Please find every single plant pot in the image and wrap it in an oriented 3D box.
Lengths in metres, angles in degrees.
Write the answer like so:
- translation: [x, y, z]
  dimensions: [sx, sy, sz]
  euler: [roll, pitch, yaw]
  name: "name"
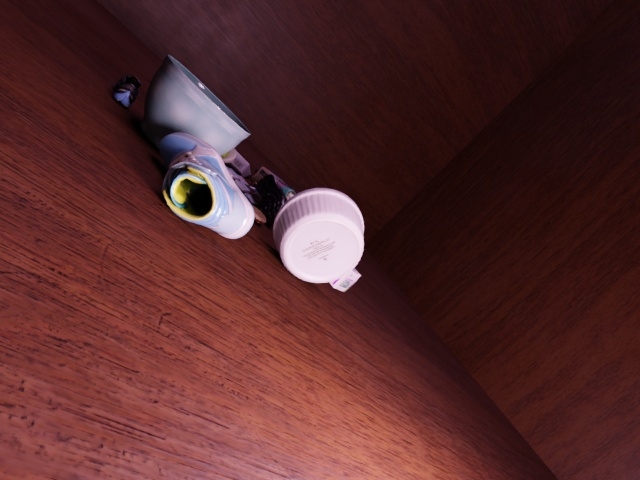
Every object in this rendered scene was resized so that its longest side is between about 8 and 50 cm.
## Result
- translation: [-0.369, -0.332, 1.213]
  dimensions: [0.293, 0.196, 0.293]
  euler: [45, 7, -7]
  name: "plant pot"

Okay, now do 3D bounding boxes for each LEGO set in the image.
- translation: [-0.262, -0.210, 1.700]
  dimensions: [0.182, 0.060, 0.244]
  euler: [50, 7, 9]
  name: "LEGO set"

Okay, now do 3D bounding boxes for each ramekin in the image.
- translation: [0.000, 0.000, 1.233]
  dimensions: [0.273, 0.273, 0.127]
  euler: [41, 20, -28]
  name: "ramekin"

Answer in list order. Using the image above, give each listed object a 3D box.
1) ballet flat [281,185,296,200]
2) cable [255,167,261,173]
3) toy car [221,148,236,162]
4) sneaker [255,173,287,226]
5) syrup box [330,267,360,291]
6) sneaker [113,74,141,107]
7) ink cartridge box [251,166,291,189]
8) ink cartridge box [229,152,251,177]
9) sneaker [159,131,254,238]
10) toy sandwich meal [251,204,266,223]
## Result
- translation: [-0.103, -0.131, 1.895]
  dimensions: [0.087, 0.083, 0.247]
  euler: [18, -30, 50]
  name: "ballet flat"
- translation: [-0.234, -0.264, 2.274]
  dimensions: [0.287, 0.072, 0.139]
  euler: [32, 26, -5]
  name: "cable"
- translation: [-0.395, -0.393, 1.666]
  dimensions: [0.159, 0.136, 0.182]
  euler: [87, 0, -53]
  name: "toy car"
- translation: [-0.153, -0.128, 1.588]
  dimensions: [0.124, 0.107, 0.283]
  euler: [52, 14, -36]
  name: "sneaker"
- translation: [0.031, 0.072, 1.604]
  dimensions: [0.237, 0.096, 0.093]
  euler: [50, 10, 30]
  name: "syrup box"
- translation: [-0.551, -0.440, 1.261]
  dimensions: [0.067, 0.078, 0.188]
  euler: [40, 8, -34]
  name: "sneaker"
- translation: [-0.195, -0.227, 2.042]
  dimensions: [0.193, 0.088, 0.234]
  euler: [46, 6, 15]
  name: "ink cartridge box"
- translation: [-0.381, -0.342, 1.872]
  dimensions: [0.189, 0.066, 0.232]
  euler: [45, -14, 0]
  name: "ink cartridge box"
- translation: [-0.287, -0.150, 0.948]
  dimensions: [0.319, 0.127, 0.208]
  euler: [47, 6, 17]
  name: "sneaker"
- translation: [-0.207, -0.079, 1.390]
  dimensions: [0.085, 0.029, 0.085]
  euler: [43, 12, -12]
  name: "toy sandwich meal"
